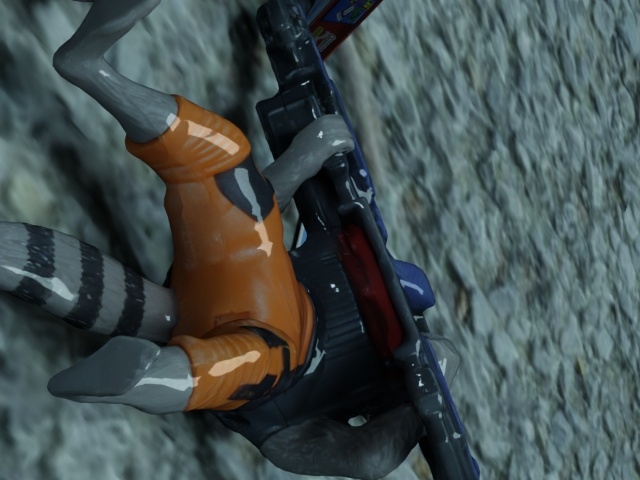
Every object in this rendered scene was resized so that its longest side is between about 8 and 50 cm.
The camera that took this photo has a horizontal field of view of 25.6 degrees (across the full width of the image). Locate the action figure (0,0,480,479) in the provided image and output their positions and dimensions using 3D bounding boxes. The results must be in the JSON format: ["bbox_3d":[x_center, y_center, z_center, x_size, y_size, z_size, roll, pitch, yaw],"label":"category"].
[{"bbox_3d":[-0.052,0.002,0.771,0.330,0.179,0.341,46,22,-56],"label":"action figure"}]

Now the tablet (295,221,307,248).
[{"bbox_3d":[0.000,0.000,0.940,0.054,0.006,0.083,40,56,-51],"label":"tablet"}]

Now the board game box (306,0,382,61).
[{"bbox_3d":[0.082,-0.226,0.848,0.027,0.281,0.145,34,53,-12],"label":"board game box"}]
